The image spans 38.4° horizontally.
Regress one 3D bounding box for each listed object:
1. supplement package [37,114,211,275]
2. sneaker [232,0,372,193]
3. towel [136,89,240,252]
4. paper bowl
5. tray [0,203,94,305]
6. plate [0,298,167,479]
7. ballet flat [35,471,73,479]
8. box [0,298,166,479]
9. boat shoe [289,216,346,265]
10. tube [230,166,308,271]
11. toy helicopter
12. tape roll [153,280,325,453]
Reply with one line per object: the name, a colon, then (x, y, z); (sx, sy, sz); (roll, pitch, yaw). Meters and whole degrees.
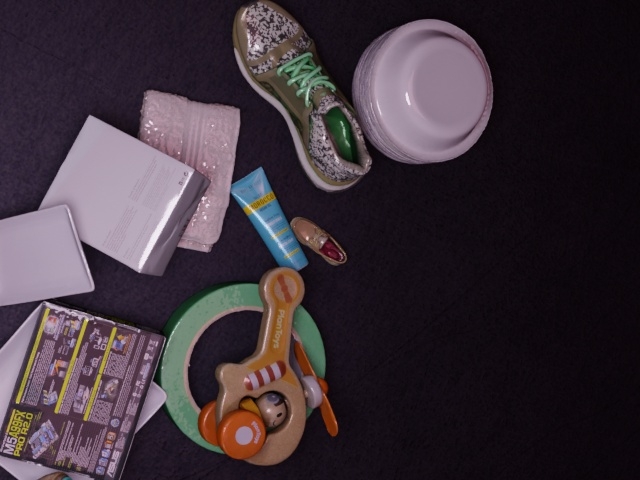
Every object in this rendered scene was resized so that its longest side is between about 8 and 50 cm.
supplement package: (-0.330, -0.072, 1.564); (0.203, 0.149, 0.194); (28, 87, 6)
sneaker: (-0.011, -0.279, 1.717); (0.158, 0.182, 0.410); (-37, 104, -17)
towel: (-0.257, -0.126, 1.693); (0.187, 0.049, 0.282); (9, 88, -23)
paper bowl: (0.217, -0.296, 1.831); (0.284, 0.148, 0.284); (-1, 92, -24)
tray: (-0.477, 0.026, 1.517); (0.030, 0.270, 0.145); (-30, 107, -54)
plate: (-0.461, 0.285, 1.604); (0.277, 0.045, 0.278); (43, 83, -13)
ballet flat: (-0.438, 0.532, 1.588); (0.124, 0.116, 0.342); (-8, 127, 13)
box: (-0.407, 0.256, 1.562); (0.216, 0.060, 0.270); (18, 89, -14)
boat shoe: (0.000, 0.000, 1.802); (0.135, 0.045, 0.050); (36, 78, -19)
tube: (-0.095, -0.033, 1.766); (0.080, 0.052, 0.207); (-33, 98, -25)
toy helicopter: (-0.073, 0.226, 1.652); (0.235, 0.140, 0.355); (10, 85, -24)
tape roll: (-0.151, 0.238, 1.732); (0.321, 0.077, 0.321); (-1, 92, -22)
